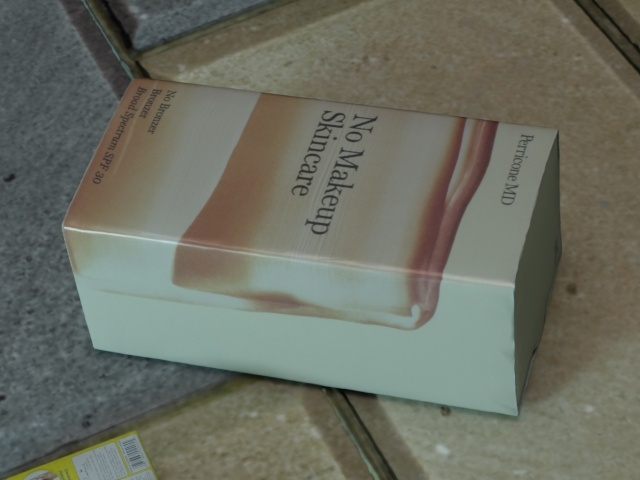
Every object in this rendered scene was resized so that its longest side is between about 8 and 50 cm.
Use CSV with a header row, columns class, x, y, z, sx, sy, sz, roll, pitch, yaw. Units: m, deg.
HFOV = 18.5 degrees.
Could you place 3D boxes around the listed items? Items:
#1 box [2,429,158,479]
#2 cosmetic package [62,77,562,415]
class,x,y,z,sx,sy,sz,roll,pitch,yaw
box,-0.177,0.194,1.193,0.179,0.043,0.105,-18,48,-12
cosmetic package,0.000,0.000,1.285,0.296,0.129,0.153,7,48,13
